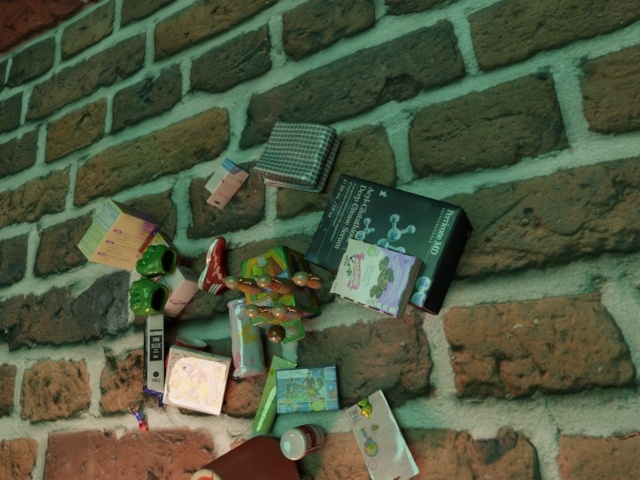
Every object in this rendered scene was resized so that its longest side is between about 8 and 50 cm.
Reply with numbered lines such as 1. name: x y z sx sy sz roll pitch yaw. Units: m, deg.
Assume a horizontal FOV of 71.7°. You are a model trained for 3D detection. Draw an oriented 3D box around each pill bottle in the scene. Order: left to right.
1. pill bottle: -0.047 0.597 1.323 0.086 0.152 0.086 -8 72 25

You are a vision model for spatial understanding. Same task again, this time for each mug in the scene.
1. mug: -0.510 0.443 1.608 0.113 0.150 0.169 15 87 50

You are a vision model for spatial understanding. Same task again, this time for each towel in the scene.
1. towel: -0.090 -0.314 1.624 0.284 0.121 0.234 14 81 29

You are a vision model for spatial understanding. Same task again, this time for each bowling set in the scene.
1. bowling set: -0.133 0.190 1.277 0.287 0.154 0.199 -10 72 25

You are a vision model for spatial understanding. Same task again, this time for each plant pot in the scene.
1. plant pot: -0.237 0.739 1.296 0.275 0.243 0.274 -7 79 38

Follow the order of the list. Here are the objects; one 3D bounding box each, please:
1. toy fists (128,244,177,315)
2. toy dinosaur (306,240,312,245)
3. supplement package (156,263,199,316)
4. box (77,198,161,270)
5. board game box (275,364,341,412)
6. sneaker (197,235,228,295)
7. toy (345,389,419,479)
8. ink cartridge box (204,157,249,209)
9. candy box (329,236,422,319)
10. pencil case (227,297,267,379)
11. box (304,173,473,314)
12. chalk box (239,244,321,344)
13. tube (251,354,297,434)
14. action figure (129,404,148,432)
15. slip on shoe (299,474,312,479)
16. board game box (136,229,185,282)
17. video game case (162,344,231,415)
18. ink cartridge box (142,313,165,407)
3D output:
1. toy fists: -0.638 0.145 1.659 0.142 0.096 0.279 -7 67 33
2. toy dinosaur: 0.000 0.000 1.537 0.082 0.047 0.090 -33 51 -6
3. supplement package: -0.570 0.195 1.726 0.179 0.105 0.105 -49 60 7
4. box: -0.841 -0.020 1.860 0.117 0.213 0.243 38 95 29
5. board game box: -0.041 0.470 1.401 0.201 0.035 0.136 -7 72 12
6. sneaker: -0.372 0.104 1.680 0.128 0.087 0.221 22 98 21
7. toy: 0.179 0.572 1.274 0.137 0.056 0.237 -37 58 17
8. ink cartridge box: -0.380 -0.223 1.751 0.061 0.104 0.181 41 95 30
9. candy box: 0.146 0.098 1.174 0.196 0.070 0.164 17 84 29
10. pencil case: -0.255 0.334 1.526 0.114 0.124 0.273 -4 70 -15
11. box: 0.203 0.010 1.333 0.396 0.212 0.293 20 85 29
12. chalk box: -0.127 0.190 1.464 0.180 0.179 0.288 -24 66 19
13. tube: -0.159 0.509 1.461 0.240 0.070 0.062 -69 15 -12
14. action figure: -0.687 0.683 1.690 0.038 0.030 0.115 -45 66 15
15. slip on shoe: -0.083 0.747 1.365 0.135 0.041 0.051 -27 94 35
16. board game box: -0.666 0.070 1.845 0.193 0.045 0.146 40 95 29
17. video game case: -0.425 0.481 1.516 0.207 0.026 0.226 13 107 -1
18. ink cartridge box: -0.626 0.454 1.658 0.165 0.065 0.332 -41 53 55
